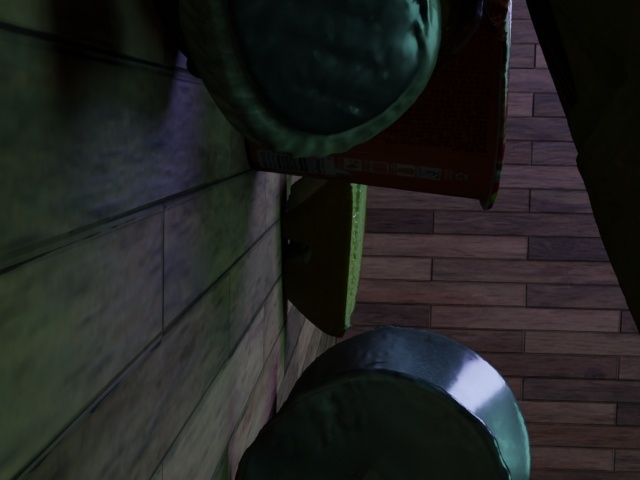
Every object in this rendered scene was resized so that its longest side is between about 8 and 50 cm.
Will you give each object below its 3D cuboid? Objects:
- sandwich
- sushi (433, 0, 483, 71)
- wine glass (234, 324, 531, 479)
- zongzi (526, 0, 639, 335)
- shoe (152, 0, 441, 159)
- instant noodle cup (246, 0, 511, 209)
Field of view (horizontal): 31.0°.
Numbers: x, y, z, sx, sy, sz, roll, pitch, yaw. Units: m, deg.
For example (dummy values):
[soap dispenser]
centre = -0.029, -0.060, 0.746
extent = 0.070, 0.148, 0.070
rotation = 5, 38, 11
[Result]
[sandwich]
centre = 0.000, 0.000, 1.264
extent = 0.090, 0.088, 0.244
rotation = -70, 167, -54
[sushi]
centre = -0.002, -0.146, 0.551
extent = 0.287, 0.149, 0.140
rotation = -17, 102, -70
[wine glass]
centre = 0.062, 0.202, 1.010
extent = 0.406, 0.267, 0.267
rotation = 39, 53, -82
[zongzi]
centre = 0.114, -0.175, 0.420
extent = 0.500, 0.218, 0.467
rotation = 12, 80, -58
[shoe]
centre = -0.038, -0.137, 0.381
extent = 0.112, 0.099, 0.227
rotation = 13, -57, 64
[instant noodle cup]
centre = 0.043, -0.149, 0.914
extent = 0.250, 0.192, 0.250
rotation = 1, 90, -88
